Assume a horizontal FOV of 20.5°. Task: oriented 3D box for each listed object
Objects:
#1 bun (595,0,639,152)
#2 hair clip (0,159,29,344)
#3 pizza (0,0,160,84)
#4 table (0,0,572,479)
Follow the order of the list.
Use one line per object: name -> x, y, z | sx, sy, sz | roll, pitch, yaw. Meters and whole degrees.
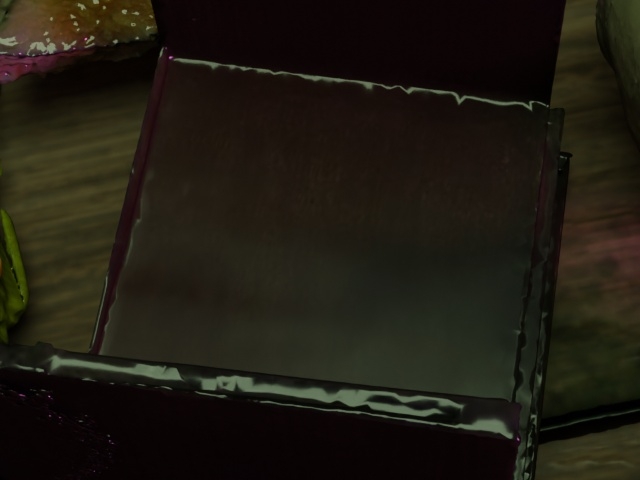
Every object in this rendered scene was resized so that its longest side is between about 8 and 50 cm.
bun -> 0.217, -0.075, 0.792 | 0.231, 0.133, 0.231 | 12, 48, -14
hair clip -> -0.167, -0.027, 0.819 | 0.046, 0.072, 0.173 | -16, 60, 6
pizza -> -0.094, -0.121, 0.860 | 0.195, 0.052, 0.185 | -33, 66, -31
table -> 0.000, 0.000, 0.682 | 0.196, 0.282, 0.250 | 8, 65, 7
